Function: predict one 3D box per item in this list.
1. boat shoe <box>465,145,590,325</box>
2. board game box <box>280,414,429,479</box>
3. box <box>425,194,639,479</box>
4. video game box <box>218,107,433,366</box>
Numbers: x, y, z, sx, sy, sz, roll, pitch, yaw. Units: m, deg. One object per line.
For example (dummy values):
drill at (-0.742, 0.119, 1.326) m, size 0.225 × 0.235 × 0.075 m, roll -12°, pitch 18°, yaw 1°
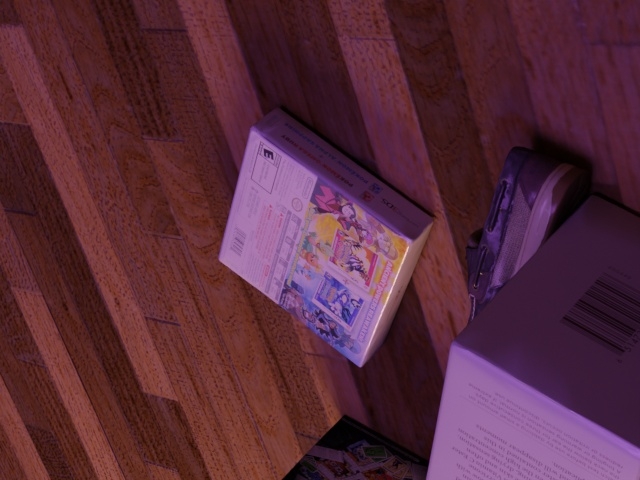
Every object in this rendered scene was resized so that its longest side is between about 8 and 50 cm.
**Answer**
boat shoe at (0.159, 0.012, 1.294) m, size 0.073 × 0.080 × 0.223 m, roll 38°, pitch 138°, yaw 22°
board game box at (0.088, 0.282, 1.555) m, size 0.259 × 0.136 × 0.030 m, roll 27°, pitch 137°, yaw 27°
box at (0.210, 0.175, 1.267) m, size 0.168 × 0.215 × 0.345 m, roll 30°, pitch 140°, yaw 23°
video game box at (0.000, 0.000, 1.464) m, size 0.187 × 0.048 × 0.205 m, roll 39°, pitch 143°, yaw 16°
